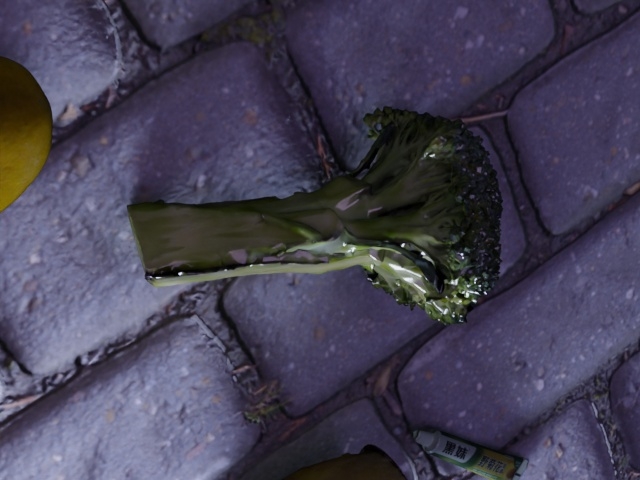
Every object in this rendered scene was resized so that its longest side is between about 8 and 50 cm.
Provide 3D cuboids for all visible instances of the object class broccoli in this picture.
[{"bbox_3d":[-0.001,-0.010,1.011,0.362,0.252,0.221,1,108,9],"label":"broccoli"}]

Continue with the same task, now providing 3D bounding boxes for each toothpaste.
[{"bbox_3d":[0.189,0.272,1.279,0.204,0.031,0.049,27,95,-35],"label":"toothpaste"}]

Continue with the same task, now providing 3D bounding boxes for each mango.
[{"bbox_3d":[-0.308,-0.070,0.848,0.195,0.098,0.137,-43,153,6],"label":"mango"}]

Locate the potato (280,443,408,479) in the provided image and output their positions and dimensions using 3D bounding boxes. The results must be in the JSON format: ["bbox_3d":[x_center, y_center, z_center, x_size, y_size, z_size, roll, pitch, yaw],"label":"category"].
[{"bbox_3d":[-0.027,0.370,1.101,0.266,0.229,0.229,-21,117,-23],"label":"potato"}]
